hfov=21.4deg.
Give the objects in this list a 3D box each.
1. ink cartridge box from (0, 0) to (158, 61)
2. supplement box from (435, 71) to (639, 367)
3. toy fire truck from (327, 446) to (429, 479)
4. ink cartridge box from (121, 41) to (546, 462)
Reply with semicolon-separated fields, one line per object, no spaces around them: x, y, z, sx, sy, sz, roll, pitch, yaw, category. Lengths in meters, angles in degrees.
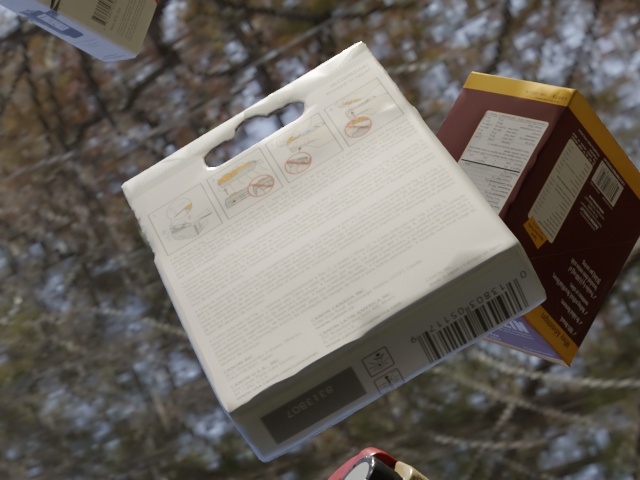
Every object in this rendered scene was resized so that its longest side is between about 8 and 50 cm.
-0.213;-0.236;1.457;0.150;0.063;0.109;28;-106;-33;ink cartridge box
0.190;-0.020;1.602;0.191;0.129;0.194;44;-110;-43;supplement box
0.017;0.284;1.365;0.158;0.246;0.217;37;-99;-13;toy fire truck
0.000;0.000;1.016;0.066;0.189;0.232;60;179;-38;ink cartridge box
